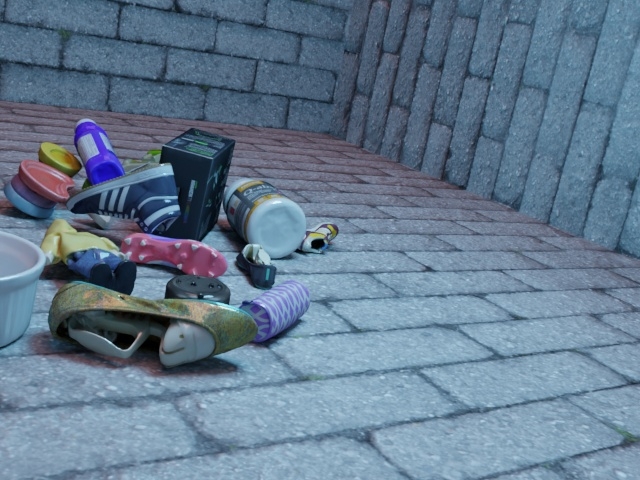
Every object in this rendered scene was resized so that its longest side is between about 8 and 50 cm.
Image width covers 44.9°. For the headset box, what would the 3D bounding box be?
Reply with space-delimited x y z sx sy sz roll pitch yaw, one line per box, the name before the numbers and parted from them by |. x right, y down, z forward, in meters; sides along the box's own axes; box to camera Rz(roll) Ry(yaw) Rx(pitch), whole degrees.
headset box | -0.330 -0.135 1.983 0.131 0.246 0.283 15 19 1

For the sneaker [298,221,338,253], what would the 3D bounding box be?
sneaker | 0.000 0.000 2.115 0.084 0.069 0.185 33 31 33

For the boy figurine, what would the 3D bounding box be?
boy figurine | -0.500 0.031 1.590 0.285 0.092 0.177 24 20 40

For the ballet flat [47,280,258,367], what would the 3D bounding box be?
ballet flat | -0.283 0.154 1.298 0.348 0.123 0.123 11 15 -3

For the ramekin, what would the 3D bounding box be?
ramekin | -0.602 0.077 1.269 0.277 0.135 0.277 11 16 -3

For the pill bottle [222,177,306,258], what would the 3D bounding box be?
pill bottle | -0.158 -0.069 2.052 0.162 0.162 0.278 3 18 -26

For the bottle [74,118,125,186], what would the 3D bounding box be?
bottle | -0.607 -0.238 2.098 0.092 0.118 0.283 -26 44 -10

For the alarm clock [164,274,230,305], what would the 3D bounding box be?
alarm clock | -0.250 0.105 1.565 0.129 0.064 0.192 7 13 -15

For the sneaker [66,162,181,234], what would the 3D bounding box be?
sneaker | -0.460 -0.070 1.827 0.282 0.153 0.099 -17 1 14

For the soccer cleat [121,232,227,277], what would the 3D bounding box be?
soccer cleat | -0.326 0.029 1.750 0.248 0.083 0.095 9 11 3

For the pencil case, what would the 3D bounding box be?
pencil case | -0.094 0.138 1.523 0.088 0.086 0.206 -12 4 25

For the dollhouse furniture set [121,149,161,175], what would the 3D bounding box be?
dollhouse furniture set | -0.476 -0.164 2.268 0.197 0.151 0.301 1 18 16

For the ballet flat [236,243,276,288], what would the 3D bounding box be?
ballet flat | -0.147 0.048 1.816 0.074 0.074 0.203 5 16 -22

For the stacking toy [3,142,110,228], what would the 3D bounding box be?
stacking toy | -0.669 -0.105 2.025 0.279 0.130 0.309 35 15 -11
